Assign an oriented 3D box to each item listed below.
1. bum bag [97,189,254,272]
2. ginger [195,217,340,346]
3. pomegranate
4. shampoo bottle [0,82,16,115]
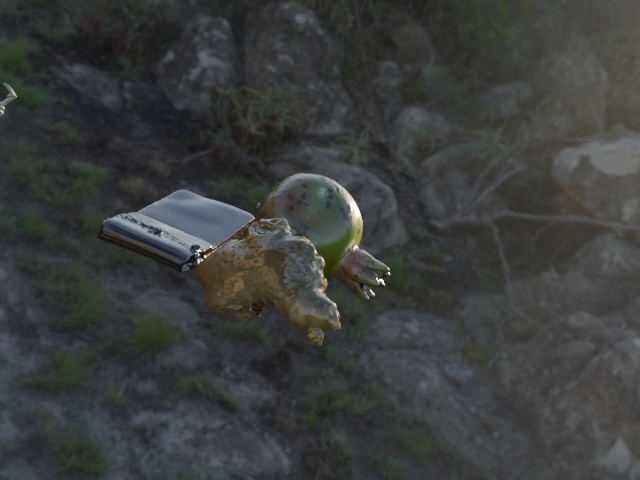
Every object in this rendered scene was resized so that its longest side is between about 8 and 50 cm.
[{"bbox_3d":[-0.148,-0.018,0.861,0.109,0.026,0.159,19,27,16],"label":"bum bag"},{"bbox_3d":[-0.058,0.040,0.968,0.213,0.137,0.074,11,1,40],"label":"ginger"},{"bbox_3d":[0.000,0.000,1.079,0.205,0.159,0.159,37,25,15],"label":"pomegranate"},{"bbox_3d":[-0.566,-0.176,1.288,0.056,0.195,0.056,55,1,-2],"label":"shampoo bottle"}]
